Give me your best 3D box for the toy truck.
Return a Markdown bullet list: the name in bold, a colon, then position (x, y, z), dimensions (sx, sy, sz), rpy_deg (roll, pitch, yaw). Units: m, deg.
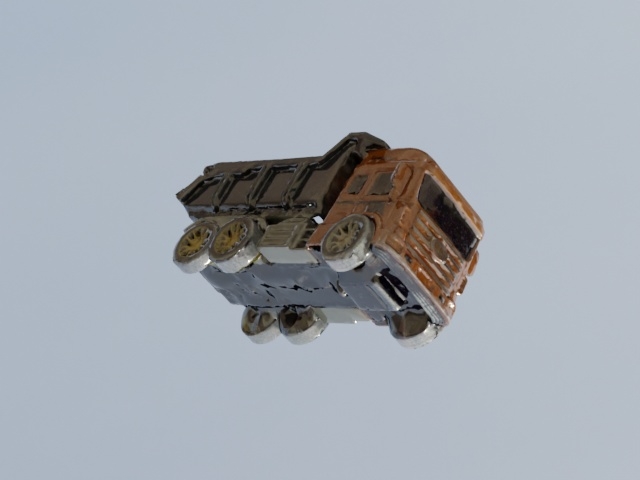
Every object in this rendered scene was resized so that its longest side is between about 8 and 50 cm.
- **toy truck**: position (0.000, 0.000, 1.059), dimensions (0.192, 0.083, 0.092), rpy_deg (-1, -130, 46)
